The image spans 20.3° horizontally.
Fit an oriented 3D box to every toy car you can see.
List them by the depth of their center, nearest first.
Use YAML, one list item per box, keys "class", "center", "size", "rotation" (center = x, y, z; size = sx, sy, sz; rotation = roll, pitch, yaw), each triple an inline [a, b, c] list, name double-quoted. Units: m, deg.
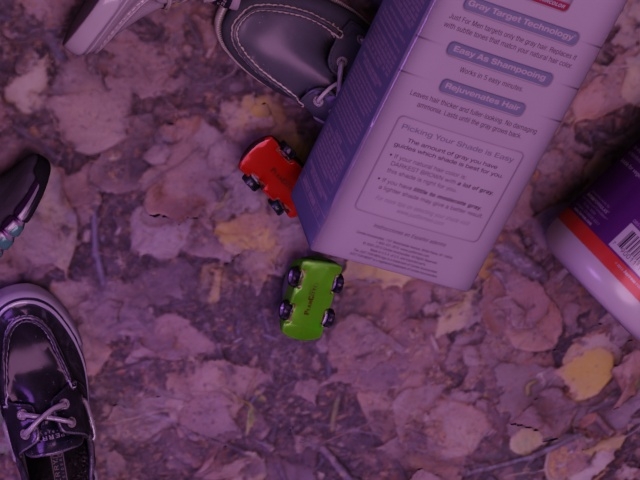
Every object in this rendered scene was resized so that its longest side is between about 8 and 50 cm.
- class: "toy car"
  center: [0.000, 0.000, 1.954]
  size: [0.239, 0.053, 0.225]
  rotation: [10, 111, -20]

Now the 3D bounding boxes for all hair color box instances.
- class: "hair color box"
  center: [0.134, -0.146, 1.769]
  size: [0.185, 0.114, 0.374]
  rotation: [15, 118, -22]

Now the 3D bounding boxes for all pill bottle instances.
- class: "pill bottle"
  center: [0.418, -0.050, 1.983]
  size: [0.323, 0.181, 0.181]
  rotation: [-44, 118, 5]

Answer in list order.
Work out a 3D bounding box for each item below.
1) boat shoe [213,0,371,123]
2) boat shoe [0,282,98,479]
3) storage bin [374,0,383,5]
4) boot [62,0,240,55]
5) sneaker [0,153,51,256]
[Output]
- class: "boat shoe"
  center: [0.038, -0.167, 1.863]
  size: [0.319, 0.099, 0.116]
  rotation: [27, 103, -25]
- class: "boat shoe"
  center: [-0.295, 0.193, 1.923]
  size: [0.108, 0.102, 0.301]
  rotation: [-11, 116, -12]
- class: "storage bin"
  center: [0.109, -0.275, 1.849]
  size: [0.135, 0.098, 0.091]
  rotation: [33, 129, -27]
- class: "boot"
  center: [-0.133, -0.260, 1.770]
  size: [0.123, 0.095, 0.258]
  rotation: [38, 98, -18]
- class: "sneaker"
  center: [-0.371, -0.013, 1.823]
  size: [0.098, 0.083, 0.224]
  rotation: [37, 100, -22]
